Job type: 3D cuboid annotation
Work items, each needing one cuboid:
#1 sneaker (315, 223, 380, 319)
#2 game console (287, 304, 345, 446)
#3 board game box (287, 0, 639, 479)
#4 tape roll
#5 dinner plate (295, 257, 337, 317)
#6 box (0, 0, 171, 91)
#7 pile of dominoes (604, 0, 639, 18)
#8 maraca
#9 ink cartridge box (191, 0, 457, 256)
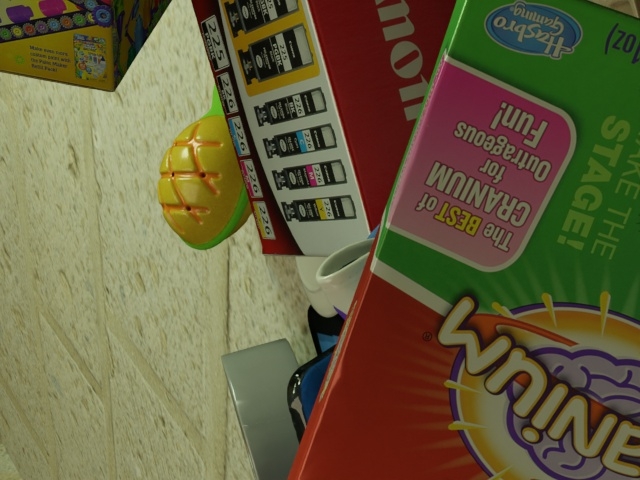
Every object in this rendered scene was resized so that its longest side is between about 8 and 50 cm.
[{"bbox_3d":[0.069,0.107,0.647,0.130,0.236,0.322,0,64,61],"label":"sneaker"},{"bbox_3d":[0.025,0.221,1.034,0.173,0.250,0.293,-11,99,36],"label":"game console"},{"bbox_3d":[0.130,0.062,0.537,0.064,0.242,0.316,-73,1,-78],"label":"board game box"},{"bbox_3d":[-0.039,0.213,1.164,0.219,0.072,0.219,164,90,-82],"label":"tape roll"},{"bbox_3d":[0.000,0.000,1.042,0.141,0.017,0.141,-178,90,-68],"label":"dinner plate"},{"bbox_3d":[-0.206,-0.325,0.921,0.290,0.177,0.279,-73,-7,-49],"label":"box"},{"bbox_3d":[0.193,-0.111,0.665,0.251,0.040,0.196,-2,106,70],"label":"pile of dominoes"},{"bbox_3d":[-0.103,-0.078,1.146,0.127,0.099,0.185,43,116,38],"label":"maraca"},{"bbox_3d":[0.021,-0.151,0.814,0.272,0.130,0.309,-2,106,65],"label":"ink cartridge box"}]
